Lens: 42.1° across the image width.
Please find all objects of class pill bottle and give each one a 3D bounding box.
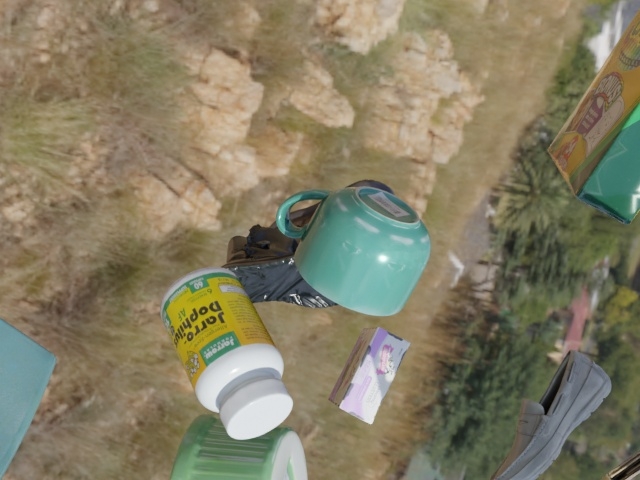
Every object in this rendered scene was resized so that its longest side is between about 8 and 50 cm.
[{"bbox_3d":[-0.118,0.143,1.057,0.118,0.208,0.117,-20,142,-17],"label":"pill bottle"}]

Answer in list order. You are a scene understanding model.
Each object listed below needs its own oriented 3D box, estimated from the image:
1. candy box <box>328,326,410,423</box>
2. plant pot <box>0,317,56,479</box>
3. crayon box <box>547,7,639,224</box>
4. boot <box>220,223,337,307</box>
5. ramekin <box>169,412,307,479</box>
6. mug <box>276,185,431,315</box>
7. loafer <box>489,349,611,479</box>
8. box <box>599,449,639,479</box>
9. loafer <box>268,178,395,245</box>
[{"bbox_3d":[0.089,0.251,1.580,0.164,0.070,0.196,-63,-179,-9],"label":"candy box"},{"bbox_3d":[-0.323,0.164,0.643,0.234,0.165,0.166,-58,-172,-30],"label":"plant pot"},{"bbox_3d":[0.527,-0.226,1.396,0.313,0.106,0.363,-62,-178,19],"label":"crayon box"},{"bbox_3d":[-0.052,0.036,1.426,0.207,0.247,0.094,-78,164,-70],"label":"boot"},{"bbox_3d":[-0.119,0.427,1.311,0.303,0.148,0.303,-2,90,-78],"label":"ramekin"},{"bbox_3d":[0.038,-0.002,0.871,0.129,0.158,0.097,-102,-146,-61],"label":"mug"},{"bbox_3d":[0.424,0.351,1.602,0.319,0.111,0.112,-47,177,-14],"label":"loafer"},{"bbox_3d":[0.426,0.327,1.165,0.164,0.021,0.201,-25,152,-22],"label":"box"},{"bbox_3d":[0.000,0.000,1.752,0.134,0.366,0.130,27,48,-34],"label":"loafer"}]
